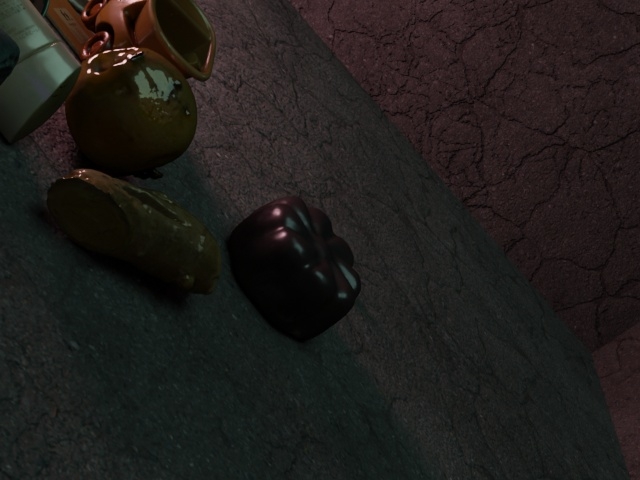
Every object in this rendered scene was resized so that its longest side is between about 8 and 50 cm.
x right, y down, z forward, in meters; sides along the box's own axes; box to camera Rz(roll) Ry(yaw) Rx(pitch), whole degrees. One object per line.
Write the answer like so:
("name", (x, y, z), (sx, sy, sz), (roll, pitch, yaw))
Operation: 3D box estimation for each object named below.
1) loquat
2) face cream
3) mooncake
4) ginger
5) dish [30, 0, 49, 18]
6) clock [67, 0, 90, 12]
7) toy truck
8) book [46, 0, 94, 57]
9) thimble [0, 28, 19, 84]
("loquat", (-0.329, -0.216, 1.643), (0.244, 0.244, 0.244), (44, 20, -21))
("face cream", (-0.530, -0.335, 1.489), (0.348, 0.173, 0.081), (51, -21, -4))
("mooncake", (-0.044, 0.049, 1.914), (0.306, 0.154, 0.306), (45, 22, -24))
("ginger", (-0.287, -0.020, 1.509), (0.354, 0.126, 0.189), (30, 34, -50))
("dish", (-0.551, -0.417, 1.591), (0.224, 0.246, 0.078), (48, -26, -3))
("clock", (-0.523, -0.579, 2.092), (0.236, 0.053, 0.236), (46, 20, -22))
("toy truck", (-0.347, -0.397, 1.901), (0.204, 0.212, 0.288), (43, 28, -41))
("book", (-0.504, -0.431, 1.926), (0.172, 0.012, 0.118), (52, 19, -1))
("thimble", (-0.520, -0.236, 1.269), (0.143, 0.198, 0.235), (47, -13, -11))
